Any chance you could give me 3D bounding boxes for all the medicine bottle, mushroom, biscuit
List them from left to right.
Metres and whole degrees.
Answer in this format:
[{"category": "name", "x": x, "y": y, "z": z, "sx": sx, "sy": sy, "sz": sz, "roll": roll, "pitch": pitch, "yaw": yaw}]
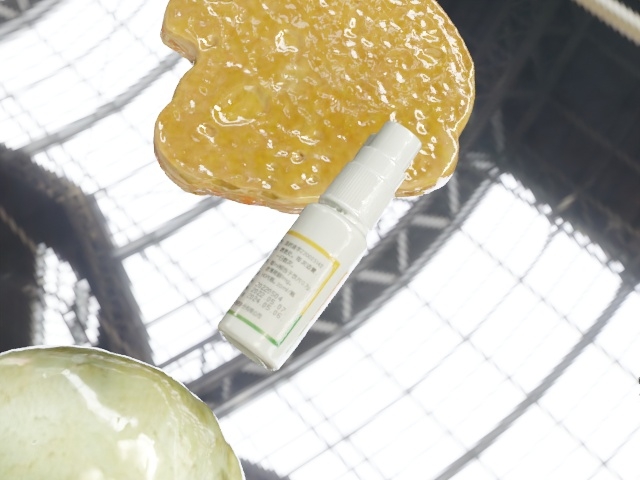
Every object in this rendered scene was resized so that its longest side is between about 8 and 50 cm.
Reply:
[{"category": "mushroom", "x": -0.236, "y": 0.246, "z": 1.306, "sx": 0.352, "sy": 0.260, "sz": 0.352, "roll": 4, "pitch": -45, "yaw": 4}, {"category": "biscuit", "x": -0.015, "y": -0.172, "z": 1.418, "sx": 0.057, "sy": 0.351, "sz": 0.312, "roll": 110, "pitch": -36, "yaw": -67}, {"category": "medicine bottle", "x": 0.000, "y": 0.000, "z": 1.095, "sx": 0.061, "sy": 0.221, "sz": 0.092, "roll": 40, "pitch": -11, "yaw": -16}]

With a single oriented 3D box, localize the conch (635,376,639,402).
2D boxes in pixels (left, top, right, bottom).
[{"category": "conch", "x": 0.269, "y": 0.116, "z": 0.923, "sx": 0.121, "sy": 0.089, "sz": 0.074, "roll": 33, "pitch": -9, "yaw": 31}]
